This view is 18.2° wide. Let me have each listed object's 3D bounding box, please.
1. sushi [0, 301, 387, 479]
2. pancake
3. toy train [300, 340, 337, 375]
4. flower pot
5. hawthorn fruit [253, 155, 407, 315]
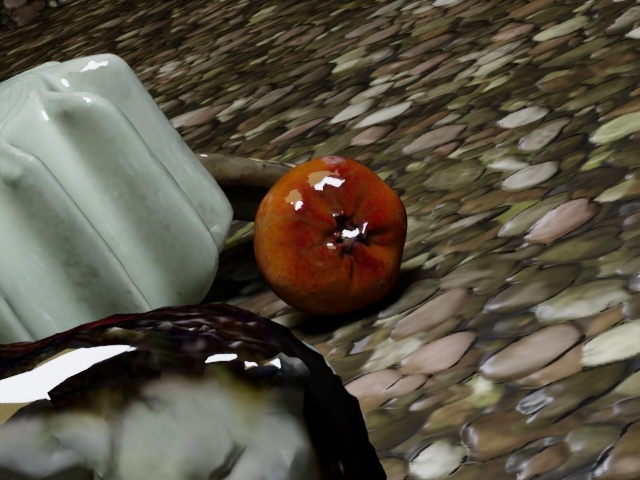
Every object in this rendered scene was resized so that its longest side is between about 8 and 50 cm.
[{"bbox_3d":[-0.136,0.143,0.558,0.343,0.196,0.182,-20,-4,-5],"label":"sushi"},{"bbox_3d":[-0.061,-0.029,1.129,0.199,0.021,0.199,4,-7,0],"label":"pancake"},{"bbox_3d":[-0.173,0.150,0.749,0.407,0.086,0.088,-28,9,-18],"label":"toy train"},{"bbox_3d":[-0.224,0.039,1.024,0.367,0.164,0.254,-8,32,51],"label":"flower pot"},{"bbox_3d":[0.000,0.000,1.016,0.081,0.081,0.093,-29,6,-19],"label":"hawthorn fruit"}]
